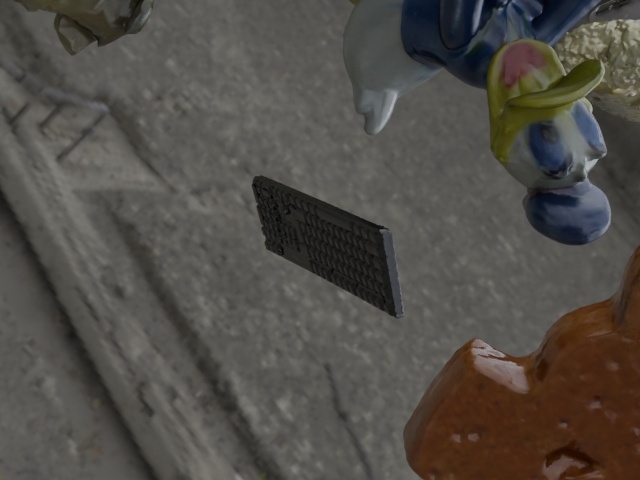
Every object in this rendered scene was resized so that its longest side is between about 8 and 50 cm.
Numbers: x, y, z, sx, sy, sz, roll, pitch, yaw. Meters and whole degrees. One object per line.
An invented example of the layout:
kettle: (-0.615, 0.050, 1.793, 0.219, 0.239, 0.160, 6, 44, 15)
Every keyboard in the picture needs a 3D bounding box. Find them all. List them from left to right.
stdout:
keyboard: (0.000, 0.000, 0.823, 0.204, 0.013, 0.061, 25, -50, 61)

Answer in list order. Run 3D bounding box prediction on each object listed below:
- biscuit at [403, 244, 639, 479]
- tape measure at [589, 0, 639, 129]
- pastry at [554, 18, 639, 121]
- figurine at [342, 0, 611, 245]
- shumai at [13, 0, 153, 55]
biscuit: (0.180, 0.146, 0.537, 0.306, 0.284, 0.043, 32, 23, -1)
tape measure: (0.444, -0.224, 1.530, 0.236, 0.120, 0.197, 62, 35, -13)
pastry: (0.333, -0.182, 1.293, 0.121, 0.089, 0.258, 16, 2, 23)
figurine: (0.149, -0.153, 0.890, 0.204, 0.283, 0.338, 3, 58, -48)
shumai: (-0.129, -0.263, 0.739, 0.346, 0.217, 0.283, -58, 142, -36)
